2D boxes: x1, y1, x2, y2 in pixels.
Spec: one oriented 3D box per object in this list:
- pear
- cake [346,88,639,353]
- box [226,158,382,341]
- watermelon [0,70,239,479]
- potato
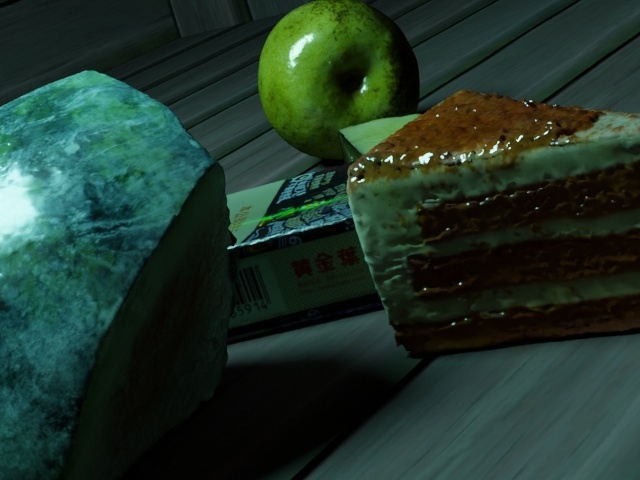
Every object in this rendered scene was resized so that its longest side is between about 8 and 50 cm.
[{"bbox_3d":[0.018,-0.192,1.667,0.197,0.197,0.197,-17,15,5],"label":"pear"},{"bbox_3d":[0.134,-0.004,0.934,0.160,0.158,0.262,-29,19,-21],"label":"cake"},{"bbox_3d":[0.000,0.000,1.207,0.310,0.084,0.198,-15,15,15],"label":"box"},{"bbox_3d":[-0.173,0.066,1.015,0.228,0.258,0.387,6,68,25],"label":"watermelon"},{"bbox_3d":[0.078,-0.086,1.457,0.103,0.066,0.096,-14,29,-2],"label":"potato"}]
